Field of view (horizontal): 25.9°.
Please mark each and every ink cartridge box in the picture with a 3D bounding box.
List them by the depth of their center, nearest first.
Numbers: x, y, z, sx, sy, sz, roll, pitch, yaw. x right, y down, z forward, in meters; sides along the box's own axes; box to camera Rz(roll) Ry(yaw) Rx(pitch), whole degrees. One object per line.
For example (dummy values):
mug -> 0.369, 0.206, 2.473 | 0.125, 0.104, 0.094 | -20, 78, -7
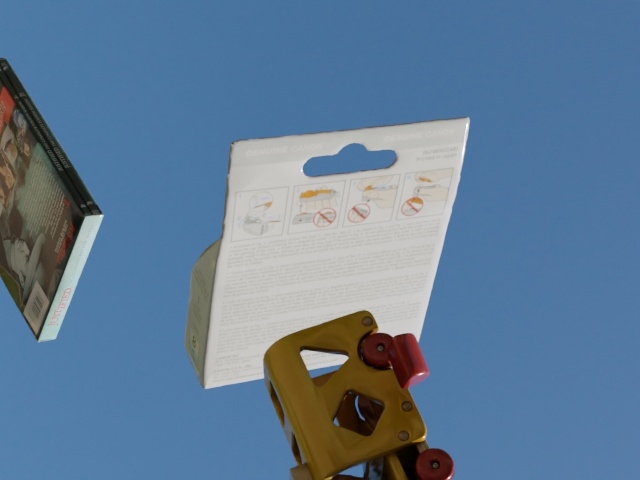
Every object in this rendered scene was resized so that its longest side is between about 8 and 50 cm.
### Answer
ink cartridge box -> 0.000, 0.000, 1.722 | 0.091, 0.308, 0.385 | -120, -150, -45

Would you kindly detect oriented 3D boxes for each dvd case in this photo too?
dvd case -> -0.150, -0.021, 0.696 | 0.119, 0.013, 0.087 | 54, -47, 33

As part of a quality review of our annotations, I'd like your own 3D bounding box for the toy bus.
toy bus -> 0.027, 0.156, 1.005 | 0.202, 0.104, 0.191 | -150, -136, -73
